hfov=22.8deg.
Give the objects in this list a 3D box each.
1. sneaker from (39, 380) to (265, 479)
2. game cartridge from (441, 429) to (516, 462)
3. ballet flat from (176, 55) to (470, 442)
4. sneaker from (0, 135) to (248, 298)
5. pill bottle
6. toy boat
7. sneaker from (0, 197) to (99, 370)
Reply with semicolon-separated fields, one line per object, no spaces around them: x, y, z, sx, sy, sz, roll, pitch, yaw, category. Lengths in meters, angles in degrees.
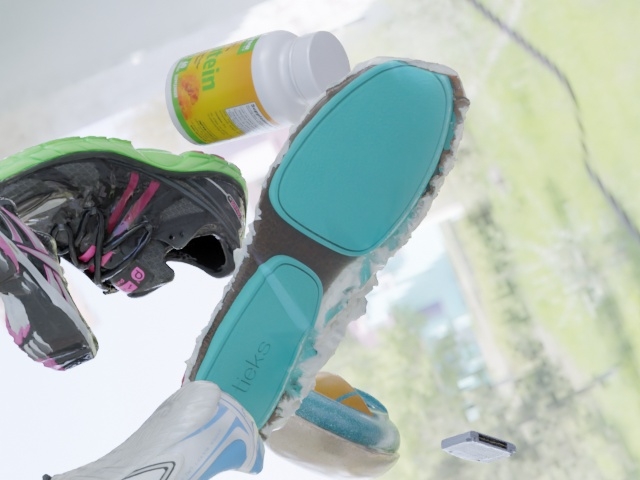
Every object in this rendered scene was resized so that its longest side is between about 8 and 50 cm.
-0.143;0.187;1.112;0.086;0.237;0.085;52;-163;-16;sneaker
0.187;0.247;1.897;0.083;0.056;0.017;22;-127;-37;game cartridge
0.000;0.000;1.438;0.147;0.409;0.147;29;-162;-11;ballet flat
-0.289;-0.024;2.189;0.185;0.483;0.202;-32;64;49;sneaker
-0.085;-0.218;2.224;0.136;0.245;0.136;20;-115;-51;pill bottle
-0.039;0.199;2.107;0.318;0.148;0.267;29;-179;24;toy boat
-0.246;0.033;1.390;0.178;0.072;0.077;60;-149;-30;sneaker
